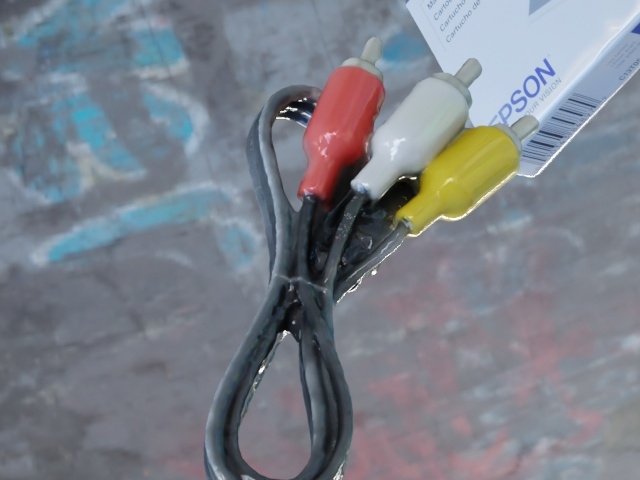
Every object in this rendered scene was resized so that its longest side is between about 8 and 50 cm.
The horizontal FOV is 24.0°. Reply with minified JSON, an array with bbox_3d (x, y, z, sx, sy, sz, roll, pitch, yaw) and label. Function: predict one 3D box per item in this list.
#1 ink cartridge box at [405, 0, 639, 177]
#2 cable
[{"bbox_3d":[0.150,-0.196,0.986,0.045,0.224,0.223,8,135,-39],"label":"ink cartridge box"},{"bbox_3d":[0.000,0.000,0.732,0.139,0.287,0.072,26,137,7],"label":"cable"}]
